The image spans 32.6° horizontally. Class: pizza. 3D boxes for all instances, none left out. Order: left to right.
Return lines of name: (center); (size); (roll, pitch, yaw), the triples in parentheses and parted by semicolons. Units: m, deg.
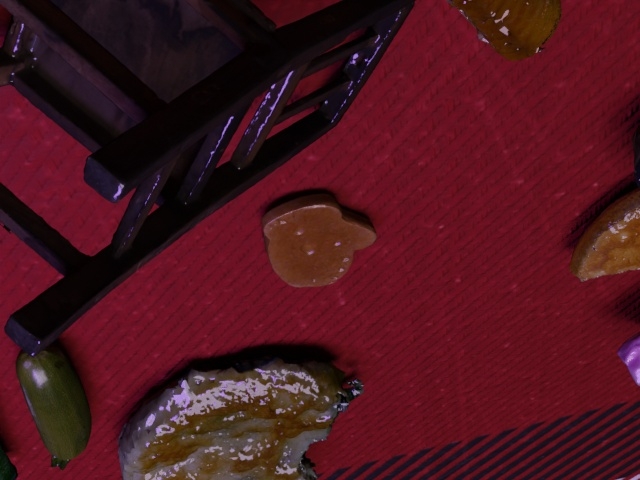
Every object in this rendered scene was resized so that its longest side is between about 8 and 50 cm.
pizza: (0.357, -0.011, 1.223); (0.175, 0.046, 0.134); (-37, 135, 27)

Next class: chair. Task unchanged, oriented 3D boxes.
chair: (-0.135, -0.145, 0.815); (0.241, 0.416, 0.203); (39, 130, 6)

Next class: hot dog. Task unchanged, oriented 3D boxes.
hot dog: (0.102, -0.231, 0.855); (0.083, 0.068, 0.289); (-40, 135, 20)

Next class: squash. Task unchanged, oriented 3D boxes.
squash: (-0.302, 0.195, 1.267); (0.066, 0.066, 0.252); (-8, 143, -7)

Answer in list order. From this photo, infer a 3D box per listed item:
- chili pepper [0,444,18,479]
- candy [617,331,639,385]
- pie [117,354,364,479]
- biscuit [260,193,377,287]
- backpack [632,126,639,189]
chili pepper: (-0.412, 0.223, 1.277); (0.088, 0.059, 0.227); (-2, 139, -8)
candy: (0.507, 0.100, 1.311); (0.155, 0.115, 0.265); (-7, 152, -49)
pie: (-0.112, 0.265, 1.405); (0.297, 0.078, 0.371); (1, 138, -20)
biscuit: (0.000, -0.001, 1.145); (0.118, 0.023, 0.140); (-10, 142, -5)
backpack: (0.436, -0.045, 1.063); (0.207, 0.140, 0.253); (-34, 101, 27)
